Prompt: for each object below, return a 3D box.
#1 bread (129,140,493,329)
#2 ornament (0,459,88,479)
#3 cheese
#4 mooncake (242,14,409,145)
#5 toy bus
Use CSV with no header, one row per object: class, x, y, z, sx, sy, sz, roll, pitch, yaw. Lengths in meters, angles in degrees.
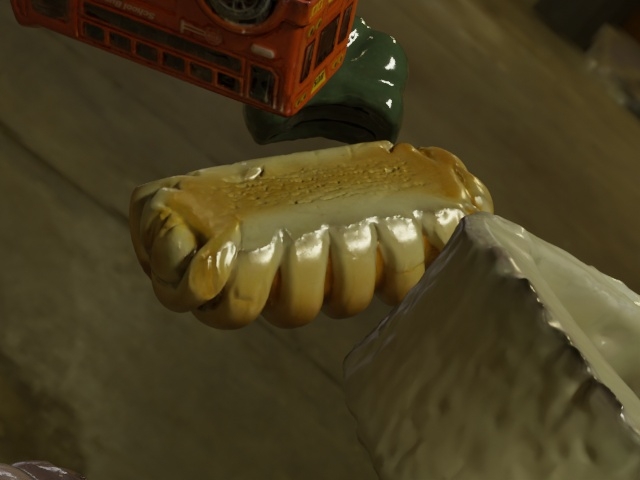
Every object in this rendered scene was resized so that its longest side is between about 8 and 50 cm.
bread,0.000,0.000,1.408,0.311,0.121,0.173,-8,31,-18
ornament,-0.231,0.250,1.223,0.177,0.177,0.177,36,17,-13
cheese,0.173,0.141,1.002,0.292,0.153,0.332,25,24,-45
mooncake,0.005,-0.154,1.665,0.168,0.175,0.104,59,-15,8
toy bus,-0.136,-0.221,1.277,0.329,0.153,0.143,22,38,14
